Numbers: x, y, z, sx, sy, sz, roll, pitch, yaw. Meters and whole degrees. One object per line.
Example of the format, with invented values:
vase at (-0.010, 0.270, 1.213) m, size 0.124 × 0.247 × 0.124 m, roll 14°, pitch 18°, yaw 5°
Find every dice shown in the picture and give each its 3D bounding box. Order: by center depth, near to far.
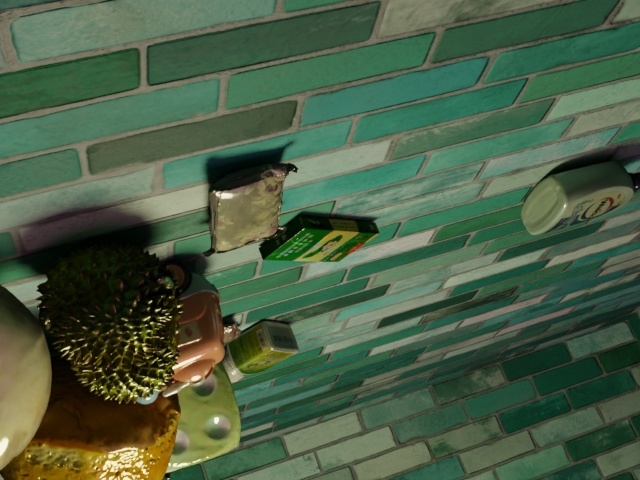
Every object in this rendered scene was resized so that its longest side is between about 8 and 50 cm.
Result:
dice at (-0.352, 0.416, 2.203) m, size 0.252 × 0.249 × 0.254 m, roll -12°, pitch 171°, yaw -28°

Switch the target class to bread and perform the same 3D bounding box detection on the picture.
bread at (-0.484, 0.372, 1.882) m, size 0.398 × 0.215 × 0.398 m, roll 5°, pitch -166°, yaw -1°

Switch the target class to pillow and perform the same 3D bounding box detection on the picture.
pillow at (-0.127, -0.059, 1.595) m, size 0.169 × 0.059 × 0.255 m, roll -16°, pitch 157°, yaw -16°
pillow at (-0.276, 0.236, 2.189) m, size 0.185 × 0.043 × 0.118 m, roll -19°, pitch 162°, yaw -7°

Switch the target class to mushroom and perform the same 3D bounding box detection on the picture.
mushroom at (-0.618, 0.240, 1.473) m, size 0.353 × 0.325 × 0.353 m, roll -36°, pitch 173°, yaw -5°

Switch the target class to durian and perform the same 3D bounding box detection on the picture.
durian at (-0.345, 0.126, 1.579) m, size 0.225 × 0.291 × 0.291 m, roll -37°, pitch 157°, yaw 5°

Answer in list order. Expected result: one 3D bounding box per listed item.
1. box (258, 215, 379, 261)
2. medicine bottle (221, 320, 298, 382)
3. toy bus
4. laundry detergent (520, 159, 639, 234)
box at (0.000, 0.000, 1.891) m, size 0.235 × 0.034 × 0.132 m, roll 3°, pitch 148°, yaw -48°
medicine bottle at (-0.169, 0.284, 2.346) m, size 0.188 × 0.088 × 0.132 m, roll -32°, pitch 157°, yaw 24°
toy bus at (-0.318, 0.192, 1.791) m, size 0.288 × 0.232 × 0.194 m, roll -21°, pitch 162°, yaw -8°
laundry detergent at (0.627, -0.105, 2.149) m, size 0.281 × 0.105 × 0.215 m, roll -14°, pitch 157°, yaw -23°
